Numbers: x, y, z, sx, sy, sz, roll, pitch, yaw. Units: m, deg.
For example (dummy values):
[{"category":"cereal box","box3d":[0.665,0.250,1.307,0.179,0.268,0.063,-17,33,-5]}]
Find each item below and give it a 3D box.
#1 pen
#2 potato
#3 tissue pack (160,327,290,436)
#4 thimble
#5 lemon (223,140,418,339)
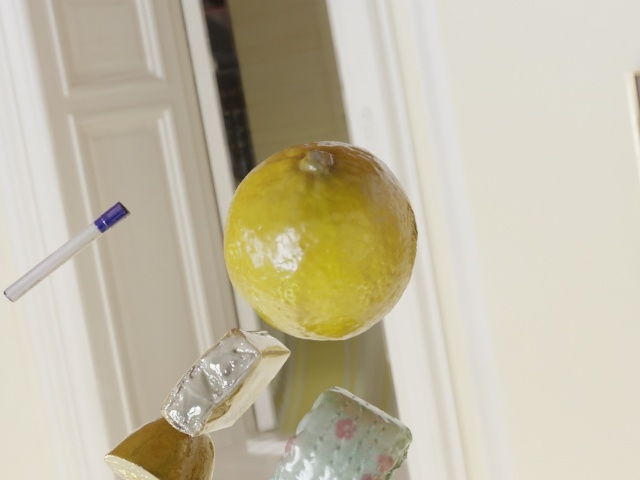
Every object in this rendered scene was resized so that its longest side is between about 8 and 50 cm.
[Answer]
[{"category":"pen","box3d":[-0.455,0.022,2.156,0.269,0.033,0.033,-38,-175,2]},{"category":"potato","box3d":[-0.270,0.401,2.222,0.158,0.203,0.178,-51,163,-26]},{"category":"tissue pack","box3d":[-0.149,0.226,1.940,0.186,0.090,0.222,-49,170,3]},{"category":"thimble","box3d":[0.027,0.328,1.734,0.149,0.211,0.185,29,-134,11]},{"category":"lemon","box3d":[0.000,0.001,1.641,0.293,0.293,0.293,-10,-175,1]}]
